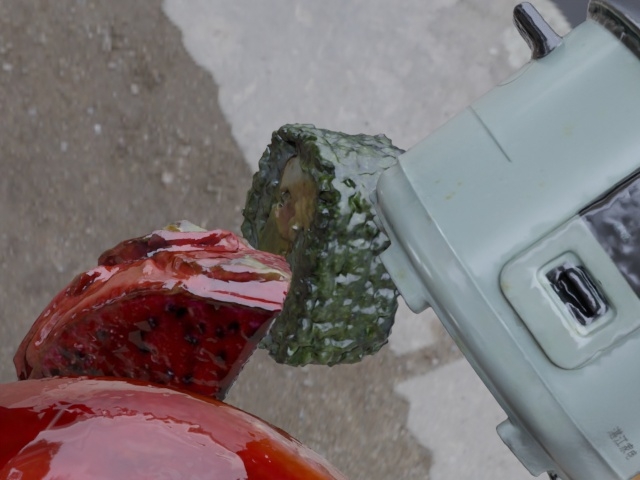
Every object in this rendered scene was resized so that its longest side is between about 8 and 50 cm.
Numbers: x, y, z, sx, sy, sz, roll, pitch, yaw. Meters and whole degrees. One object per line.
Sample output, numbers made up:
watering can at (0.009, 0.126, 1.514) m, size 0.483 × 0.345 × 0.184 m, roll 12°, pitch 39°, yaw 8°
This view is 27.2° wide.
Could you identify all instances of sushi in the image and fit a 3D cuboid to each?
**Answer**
sushi at (0.000, 0.000, 1.931) m, size 0.178 × 0.352 × 0.294 m, roll 3°, pitch 27°, yaw -29°

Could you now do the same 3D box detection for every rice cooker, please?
rice cooker at (0.170, -0.001, 0.742) m, size 0.227 × 0.241 × 0.280 m, roll -35°, pitch 84°, yaw 7°

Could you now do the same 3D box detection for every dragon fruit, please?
dragon fruit at (-0.145, 0.078, 1.051) m, size 0.152 × 0.317 × 0.205 m, roll 28°, pitch 29°, yaw -6°

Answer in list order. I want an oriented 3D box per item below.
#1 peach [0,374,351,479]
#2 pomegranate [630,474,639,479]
peach at (-0.134, 0.245, 0.709) m, size 0.388 × 0.388 × 0.388 m, roll 4°, pitch 58°, yaw -7°
pomegranate at (0.334, 0.320, 1.278) m, size 0.209 × 0.209 × 0.209 m, roll 4°, pitch 58°, yaw -7°
